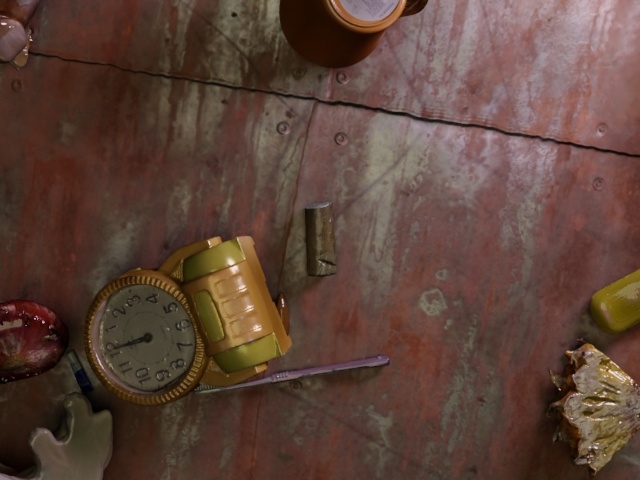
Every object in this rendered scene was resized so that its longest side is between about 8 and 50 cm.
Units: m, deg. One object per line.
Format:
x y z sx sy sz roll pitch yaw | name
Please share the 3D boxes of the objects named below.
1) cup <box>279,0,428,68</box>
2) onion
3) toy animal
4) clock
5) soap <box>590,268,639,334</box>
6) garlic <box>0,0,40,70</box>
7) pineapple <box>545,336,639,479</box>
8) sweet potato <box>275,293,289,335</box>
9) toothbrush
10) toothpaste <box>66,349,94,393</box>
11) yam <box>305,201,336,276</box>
0.063 -0.374 1.742 0.226 0.264 0.182 -7 94 -11 | cup
-0.527 0.159 1.903 0.184 0.184 0.147 -29 59 5 | onion
-0.513 0.396 1.960 0.266 0.188 0.307 13 91 -25 | toy animal
-0.234 0.144 1.874 0.317 0.200 0.244 -22 87 13 | clock
0.541 0.106 1.948 0.140 0.045 0.088 -29 98 6 | soap
-0.559 -0.383 1.779 0.214 0.191 0.160 23 75 5 | garlic
0.495 0.292 1.955 0.186 0.114 0.236 2 99 -1 | pineapple
-0.070 0.140 1.954 0.034 0.034 0.095 -3 100 0 | sweet potato
-0.053 0.236 1.980 0.354 0.024 0.029 -9 94 2 | toothbrush
-0.429 0.234 1.980 0.024 0.015 0.083 -17 107 11 | toothpaste
0.000 0.000 1.915 0.054 0.054 0.132 -3 101 0 | yam
